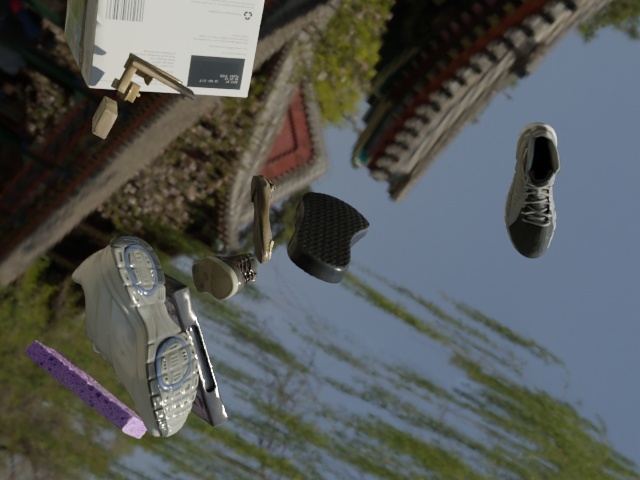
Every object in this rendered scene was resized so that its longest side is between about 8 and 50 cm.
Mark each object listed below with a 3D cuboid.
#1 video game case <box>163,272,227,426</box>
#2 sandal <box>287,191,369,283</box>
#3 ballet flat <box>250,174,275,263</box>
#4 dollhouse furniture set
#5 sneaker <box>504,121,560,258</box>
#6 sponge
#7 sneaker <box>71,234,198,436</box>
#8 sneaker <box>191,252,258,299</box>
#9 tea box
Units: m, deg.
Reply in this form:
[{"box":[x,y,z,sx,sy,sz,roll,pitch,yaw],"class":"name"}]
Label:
[{"box":[-0.264,0.160,1.604,0.035,0.248,0.275,-25,-155,-27],"class":"video game case"},{"box":[-0.002,-0.001,2.060,0.107,0.167,0.446,-59,180,21],"class":"sandal"},{"box":[-0.131,-0.053,2.261,0.084,0.058,0.250,113,-24,-49],"class":"ballet flat"},{"box":[-0.322,-0.241,1.716,0.151,0.123,0.144,-58,-159,11],"class":"dollhouse furniture set"},{"box":[0.346,-0.075,1.539,0.132,0.086,0.229,-51,141,-78],"class":"sneaker"},{"box":[-0.369,0.237,1.509,0.031,0.210,0.117,-52,166,-11],"class":"sponge"},{"box":[-0.272,0.145,1.389,0.129,0.111,0.297,-22,-99,30],"class":"sneaker"},{"box":[-0.161,0.056,1.797,0.222,0.118,0.083,4,-73,67],"class":"sneaker"},{"box":[-0.328,-0.456,1.932,0.323,0.329,0.220,-129,-135,-52],"class":"tea box"}]
